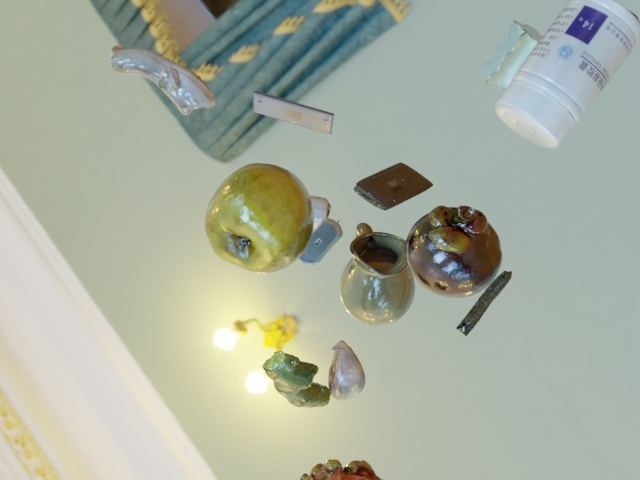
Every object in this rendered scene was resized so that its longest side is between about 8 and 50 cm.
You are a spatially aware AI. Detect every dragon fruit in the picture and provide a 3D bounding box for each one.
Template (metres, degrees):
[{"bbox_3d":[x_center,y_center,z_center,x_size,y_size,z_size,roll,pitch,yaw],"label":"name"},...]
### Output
[{"bbox_3d":[0.061,0.677,1.747,0.263,0.314,0.296,63,-149,-16],"label":"dragon fruit"}]

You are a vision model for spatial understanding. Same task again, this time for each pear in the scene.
[{"bbox_3d":[-0.152,-0.065,1.867,0.304,0.304,0.304,40,-157,-21],"label":"pear"}]

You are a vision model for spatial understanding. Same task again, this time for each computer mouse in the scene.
[{"bbox_3d":[0.000,0.000,2.202,0.089,0.182,0.056,43,-172,1],"label":"computer mouse"}]

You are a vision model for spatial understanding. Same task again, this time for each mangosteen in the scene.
[{"bbox_3d":[0.314,0.009,1.609,0.265,0.228,0.228,87,164,-50],"label":"mangosteen"}]

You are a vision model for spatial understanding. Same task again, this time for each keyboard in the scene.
[{"bbox_3d":[-0.057,-0.266,1.436,0.176,0.055,0.014,18,-130,9],"label":"keyboard"}]

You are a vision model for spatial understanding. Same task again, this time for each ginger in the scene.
[{"bbox_3d":[-0.060,0.404,1.965,0.089,0.137,0.290,58,174,47],"label":"ginger"}]

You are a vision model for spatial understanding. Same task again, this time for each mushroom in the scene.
[{"bbox_3d":[-0.379,-0.393,1.665,0.278,0.096,0.099,29,-140,-5],"label":"mushroom"}]

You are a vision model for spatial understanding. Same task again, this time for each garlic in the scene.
[{"bbox_3d":[0.059,0.360,1.825,0.198,0.090,0.128,94,158,-55],"label":"garlic"}]

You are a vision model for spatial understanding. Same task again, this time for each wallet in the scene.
[{"bbox_3d":[0.249,-0.188,2.326,0.245,0.052,0.168,-28,-131,-32],"label":"wallet"}]

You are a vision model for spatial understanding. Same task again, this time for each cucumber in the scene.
[{"bbox_3d":[0.503,0.185,2.104,0.043,0.257,0.044,34,166,30],"label":"cucumber"}]

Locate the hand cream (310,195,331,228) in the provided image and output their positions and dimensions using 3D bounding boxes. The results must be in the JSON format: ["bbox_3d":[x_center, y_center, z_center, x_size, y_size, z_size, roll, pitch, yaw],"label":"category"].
[{"bbox_3d":[-0.144,-0.134,2.515,0.358,0.118,0.185,13,-173,-14],"label":"hand cream"}]

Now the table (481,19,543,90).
[{"bbox_3d":[0.616,-0.566,2.181,0.166,0.198,0.166,24,-147,-17],"label":"table"}]

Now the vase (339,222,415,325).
[{"bbox_3d":[0.167,0.079,2.190,0.329,0.240,0.302,-110,11,-45],"label":"vase"}]

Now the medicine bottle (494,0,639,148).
[{"bbox_3d":[0.581,-0.399,1.638,0.190,0.332,0.190,35,-174,-5],"label":"medicine bottle"}]
